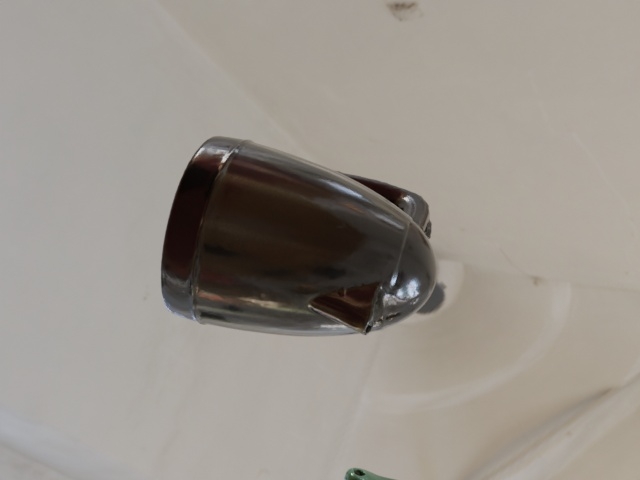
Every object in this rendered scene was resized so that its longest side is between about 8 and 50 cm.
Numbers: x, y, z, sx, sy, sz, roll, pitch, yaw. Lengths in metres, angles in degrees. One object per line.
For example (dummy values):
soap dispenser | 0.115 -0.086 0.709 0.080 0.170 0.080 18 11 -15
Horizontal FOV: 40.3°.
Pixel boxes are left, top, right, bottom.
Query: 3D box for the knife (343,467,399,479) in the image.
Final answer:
knife | 0.160 0.416 1.447 0.063 0.260 0.035 -139 -116 -73

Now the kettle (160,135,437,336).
kettle | -0.005 0.015 0.958 0.271 0.251 0.207 14 -89 11
